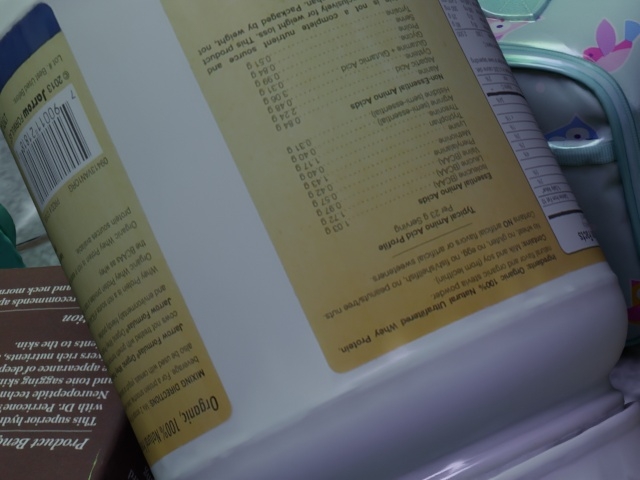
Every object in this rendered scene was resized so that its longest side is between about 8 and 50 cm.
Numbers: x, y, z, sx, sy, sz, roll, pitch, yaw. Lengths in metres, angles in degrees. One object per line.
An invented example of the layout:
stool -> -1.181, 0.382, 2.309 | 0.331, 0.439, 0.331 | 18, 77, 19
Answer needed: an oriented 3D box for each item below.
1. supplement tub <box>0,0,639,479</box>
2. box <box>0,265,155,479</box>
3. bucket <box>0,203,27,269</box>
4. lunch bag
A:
supplement tub -> 0.000, 0.000, 0.745 | 0.228, 0.228, 0.316 | -24, 82, -1
box -> -0.142, 0.138, 0.865 | 0.168, 0.167, 0.203 | -3, 44, 23
bucket -> -0.320, 0.036, 0.998 | 0.281, 0.281, 0.183 | -38, 47, -17
lunch bag -> 0.073, -0.055, 0.933 | 0.279, 0.224, 0.108 | 9, 49, 32
